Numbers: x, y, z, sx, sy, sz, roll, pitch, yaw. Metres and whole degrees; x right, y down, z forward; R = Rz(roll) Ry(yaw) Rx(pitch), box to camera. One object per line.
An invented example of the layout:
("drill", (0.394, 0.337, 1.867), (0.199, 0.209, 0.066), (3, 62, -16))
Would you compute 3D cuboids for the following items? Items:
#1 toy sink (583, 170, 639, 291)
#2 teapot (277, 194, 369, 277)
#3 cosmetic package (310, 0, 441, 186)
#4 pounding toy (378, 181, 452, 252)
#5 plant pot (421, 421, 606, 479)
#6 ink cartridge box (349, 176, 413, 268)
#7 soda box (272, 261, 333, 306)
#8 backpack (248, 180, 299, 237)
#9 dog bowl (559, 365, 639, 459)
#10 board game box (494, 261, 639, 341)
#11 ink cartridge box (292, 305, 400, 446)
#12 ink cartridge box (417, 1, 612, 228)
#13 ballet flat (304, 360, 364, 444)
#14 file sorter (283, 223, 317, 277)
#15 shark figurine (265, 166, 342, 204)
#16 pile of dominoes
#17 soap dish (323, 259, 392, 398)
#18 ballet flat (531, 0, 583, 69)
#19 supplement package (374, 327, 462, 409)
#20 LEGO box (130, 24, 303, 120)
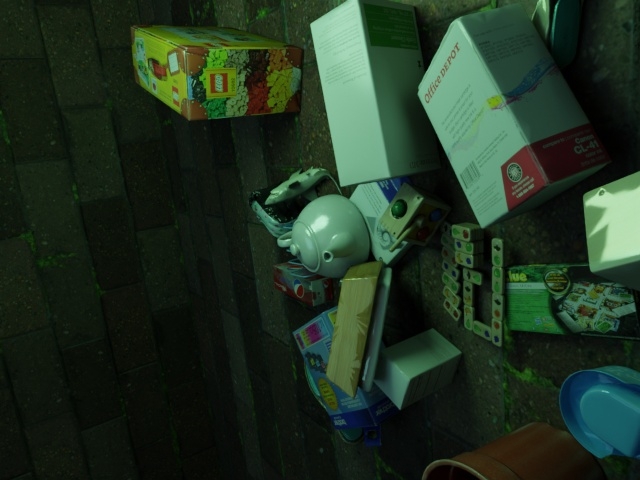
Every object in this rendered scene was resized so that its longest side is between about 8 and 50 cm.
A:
("toy sink", (0.501, -0.006, 0.651), (0.153, 0.234, 0.131), (-33, 45, 58))
("teapot", (0.000, 0.000, 1.345), (0.252, 0.187, 0.256), (59, 154, 26))
("cosmetic package", (0.125, -0.315, 1.070), (0.155, 0.197, 0.365), (-7, 98, 48))
("pounding toy", (0.204, -0.044, 1.075), (0.100, 0.141, 0.130), (50, 118, 41))
("plant pot", (0.385, 0.497, 0.931), (0.272, 0.265, 0.272), (29, 126, 49))
("ink cartridge box", (0.169, -0.071, 1.251), (0.223, 0.045, 0.224), (61, 145, 22))
("soda box", (-0.065, 0.145, 1.668), (0.263, 0.083, 0.092), (16, 115, 55))
("backpack", (-0.146, -0.101, 1.663), (0.182, 0.152, 0.115), (50, 155, 29))
("dog bowl", (0.548, 0.316, 0.785), (0.297, 0.074, 0.166), (32, 127, 49))
("board game box", (0.450, 0.108, 0.899), (0.260, 0.030, 0.136), (-7, 98, 58))
("ink cartridge box", (0.097, 0.399, 1.438), (0.395, 0.151, 0.270), (62, 149, 11))
("ink cartridge box", (0.312, -0.204, 0.839), (0.226, 0.131, 0.306), (114, 137, -74))
("ballet flat", (0.049, 0.520, 1.630), (0.348, 0.123, 0.123), (58, 144, 29))
("file sorter", (-0.045, 0.025, 1.571), (0.118, 0.104, 0.170), (6, 107, 56))
("shark figurine", (-0.025, -0.165, 1.501), (0.278, 0.166, 0.116), (-15, 116, 41))
("pile of dominoes", (0.316, 0.087, 1.059), (0.196, 0.040, 0.251), (-156, 58, -63))
("soap dish", (0.095, 0.201, 1.185), (0.229, 0.118, 0.290), (-38, -41, -78))
("ballet flat", (0.378, -0.401, 0.769), (0.086, 0.086, 0.248), (35, 131, 46))
("supplement package", (0.234, 0.306, 1.172), (0.105, 0.179, 0.105), (42, 135, 43))
("LEGO box", (-0.343, -0.554, 1.553), (0.500, 0.372, 0.193), (38, 133, 45))
